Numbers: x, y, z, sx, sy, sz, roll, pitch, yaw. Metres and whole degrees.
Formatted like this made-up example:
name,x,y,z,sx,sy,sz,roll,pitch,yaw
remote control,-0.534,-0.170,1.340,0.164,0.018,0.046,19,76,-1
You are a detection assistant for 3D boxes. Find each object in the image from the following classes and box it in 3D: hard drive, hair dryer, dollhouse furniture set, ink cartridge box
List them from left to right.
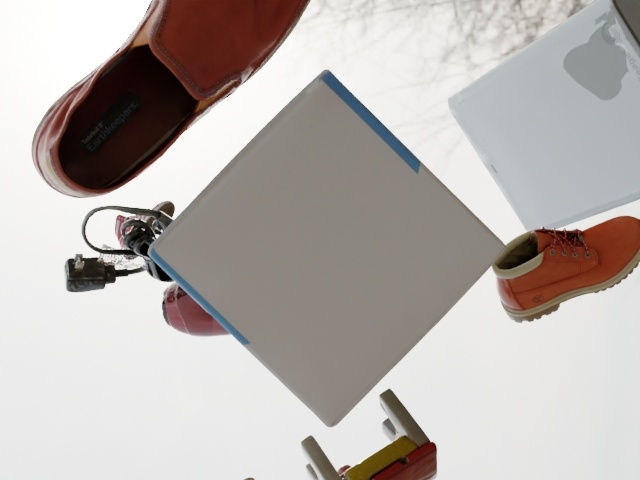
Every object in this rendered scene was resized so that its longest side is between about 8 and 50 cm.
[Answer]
name,x,y,z,sx,sy,sz,roll,pitch,yaw
hair dryer,-0.133,0.050,1.096,0.293,0.223,0.080,10,-110,-22
dollhouse furniture set,-0.045,0.324,0.892,0.152,0.374,0.201,52,163,33
ink cartridge box,0.000,0.000,0.871,0.198,0.197,0.270,44,180,-4
hard drive,0.278,-0.126,1.087,0.040,0.307,0.203,-34,-87,-26

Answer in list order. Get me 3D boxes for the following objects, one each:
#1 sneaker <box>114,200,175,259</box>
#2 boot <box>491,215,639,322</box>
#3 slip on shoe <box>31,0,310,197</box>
name,x,y,z,sx,sy,sz,roll,pitch,yaw
sneaker,-0.279,-0.032,1.559,0.042,0.118,0.067,26,-157,-50
boot,0.235,0.012,0.933,0.085,0.158,0.059,57,-174,-42
slip on shoe,-0.114,-0.159,0.851,0.123,0.331,0.101,45,179,-24
